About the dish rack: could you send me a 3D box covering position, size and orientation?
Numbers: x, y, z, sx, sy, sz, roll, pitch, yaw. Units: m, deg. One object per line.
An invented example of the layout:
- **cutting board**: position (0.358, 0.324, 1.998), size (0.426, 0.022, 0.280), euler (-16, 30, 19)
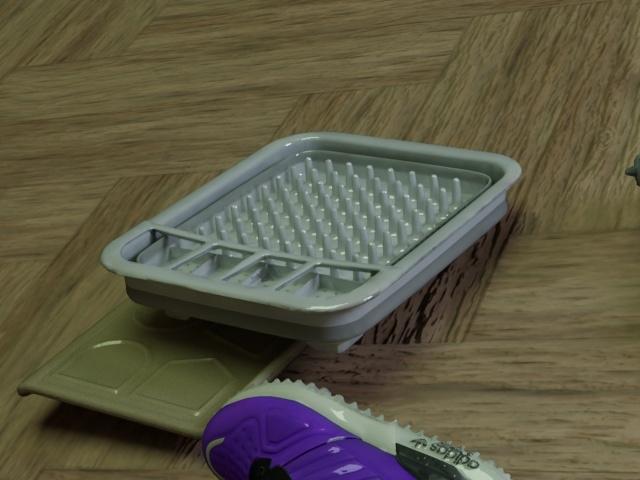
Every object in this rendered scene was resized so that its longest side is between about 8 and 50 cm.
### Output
- **dish rack**: position (0.000, 0.000, 1.476), size (0.285, 0.072, 0.333), euler (9, 30, 34)

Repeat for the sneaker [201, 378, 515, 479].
- **sneaker**: position (-0.003, 0.193, 1.158), size (0.293, 0.102, 0.146), euler (12, 41, 42)

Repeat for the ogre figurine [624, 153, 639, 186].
- **ogre figurine**: position (0.352, -0.068, 1.408), size (0.197, 0.097, 0.118), euler (-29, 14, -40)

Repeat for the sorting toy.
- **sorting toy**: position (-0.096, 0.081, 1.479), size (0.229, 0.041, 0.307), euler (7, 31, 33)
